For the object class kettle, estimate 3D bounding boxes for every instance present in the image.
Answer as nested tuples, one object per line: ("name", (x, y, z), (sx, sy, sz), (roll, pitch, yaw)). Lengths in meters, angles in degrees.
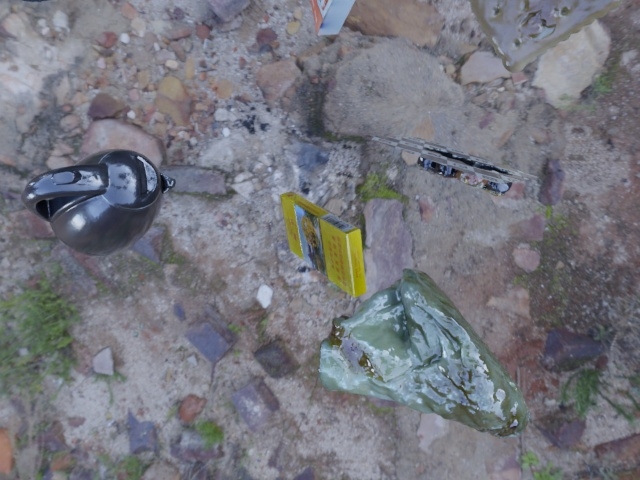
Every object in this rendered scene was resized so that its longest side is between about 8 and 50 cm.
("kettle", (-0.453, -0.086, 0.975), (0.290, 0.269, 0.207), (-18, 82, 52))

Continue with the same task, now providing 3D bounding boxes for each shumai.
("shumai", (0.139, 0.187, 0.667), (0.204, 0.222, 0.272), (-43, 75, 10))

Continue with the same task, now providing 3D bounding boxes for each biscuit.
("biscuit", (0.389, -0.439, 0.743), (0.325, 0.044, 0.217), (-28, 91, 40))

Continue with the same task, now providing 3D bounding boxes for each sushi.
("sushi", (0.254, -0.146, 0.959), (0.290, 0.264, 0.050), (28, 115, 32))

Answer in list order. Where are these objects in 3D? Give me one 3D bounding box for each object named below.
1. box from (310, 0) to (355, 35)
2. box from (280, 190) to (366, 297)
("box", (0.014, -0.494, 0.705), (0.048, 0.265, 0.273), (-10, 88, -13))
("box", (0.000, 0.000, 0.590), (0.023, 0.155, 0.086), (-26, 123, -23))
